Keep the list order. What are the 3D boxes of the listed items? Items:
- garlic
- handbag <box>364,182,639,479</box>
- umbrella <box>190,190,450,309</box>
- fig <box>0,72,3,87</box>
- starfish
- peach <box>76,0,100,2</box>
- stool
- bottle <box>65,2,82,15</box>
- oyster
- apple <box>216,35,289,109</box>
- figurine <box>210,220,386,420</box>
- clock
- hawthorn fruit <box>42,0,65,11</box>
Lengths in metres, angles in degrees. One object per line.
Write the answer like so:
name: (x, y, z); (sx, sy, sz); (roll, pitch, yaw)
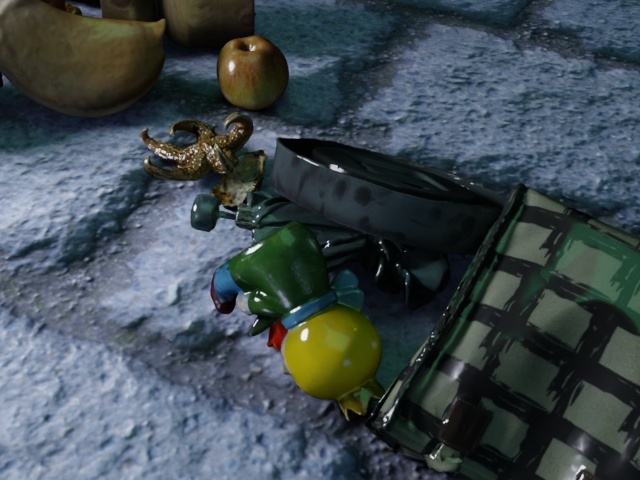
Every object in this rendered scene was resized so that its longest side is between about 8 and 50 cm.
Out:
garlic: (-0.422, -0.315, 1.235); (0.339, 0.196, 0.151); (16, 20, -22)
handbag: (0.267, 0.147, 0.806); (0.325, 0.162, 0.327); (29, 72, 26)
umbrella: (0.000, 0.001, 1.035); (0.349, 0.094, 0.143); (10, 24, -2)
fig: (-0.610, -0.272, 1.177); (0.215, 0.235, 0.235); (16, 43, -9)
starfish: (-0.195, -0.137, 1.169); (0.190, 0.074, 0.146); (1, 45, 26)
peach: (-0.460, -0.553, 1.527); (0.268, 0.158, 0.154); (13, 33, 7)
stool: (-0.257, -0.436, 1.408); (0.264, 0.179, 0.179); (-4, 45, -9)
bottle: (-0.541, -0.435, 1.464); (0.187, 0.069, 0.069); (12, 44, 6)
oyster: (-0.109, -0.093, 1.167); (0.086, 0.029, 0.132); (24, 56, 36)
apple: (-0.113, -0.285, 1.317); (0.126, 0.102, 0.126); (2, 45, -2)
figurine: (-0.024, 0.107, 0.918); (0.234, 0.185, 0.127); (57, 40, -3)
clock: (0.092, -0.065, 1.024); (0.325, 0.067, 0.325); (15, 14, -4)
hawthorn fruit: (-0.527, -0.423, 1.318); (0.200, 0.251, 0.199); (26, 28, -15)
